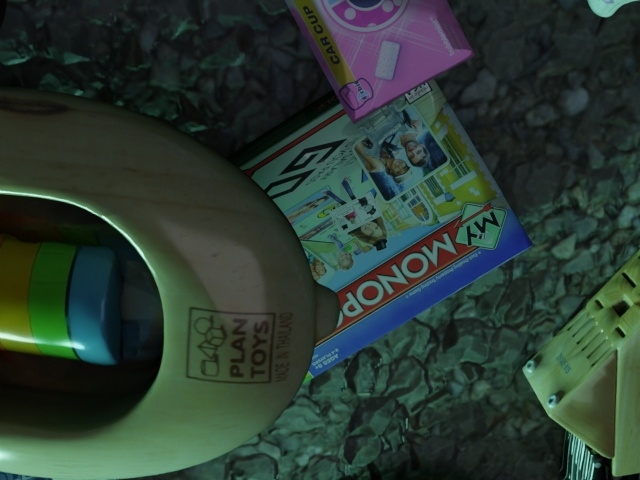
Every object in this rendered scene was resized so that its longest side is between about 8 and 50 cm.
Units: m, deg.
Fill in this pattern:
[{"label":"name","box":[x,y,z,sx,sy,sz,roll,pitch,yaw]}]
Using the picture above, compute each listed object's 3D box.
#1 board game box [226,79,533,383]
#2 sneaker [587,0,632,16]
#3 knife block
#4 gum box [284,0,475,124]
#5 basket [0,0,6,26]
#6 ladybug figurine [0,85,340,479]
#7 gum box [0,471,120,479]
[{"label":"board game box","box":[0.000,0.000,0.938,0.317,0.046,0.213,-32,114,8]},{"label":"sneaker","box":[0.351,-0.254,0.849,0.305,0.114,0.152,-7,129,0]},{"label":"knife block","box":[0.334,0.161,1.035,0.242,0.088,0.276,35,105,-22]},{"label":"gum box","box":[0.026,-0.199,0.816,0.107,0.062,0.188,-29,98,6]},{"label":"basket","box":[-0.327,-0.172,0.712,0.204,0.227,0.154,36,105,-20]},{"label":"ladybug figurine","box":[-0.204,0.026,0.815,0.449,0.162,0.305,9,111,8]},{"label":"gum box","box":[-0.288,0.260,1.021,0.184,0.041,0.157,2,114,-10]}]
